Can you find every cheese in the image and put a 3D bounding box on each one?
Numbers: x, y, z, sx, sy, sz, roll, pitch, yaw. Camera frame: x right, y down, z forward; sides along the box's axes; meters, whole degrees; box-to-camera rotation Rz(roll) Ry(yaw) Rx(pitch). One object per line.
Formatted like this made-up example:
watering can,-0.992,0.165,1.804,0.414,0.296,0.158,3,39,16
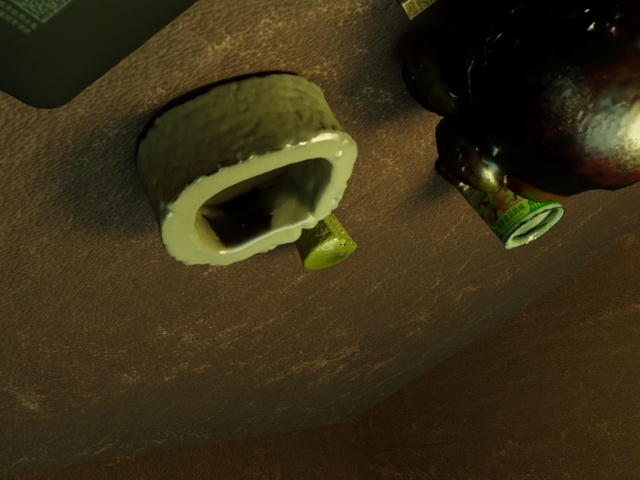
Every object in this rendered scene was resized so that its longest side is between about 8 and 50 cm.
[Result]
cheese,-0.113,-0.106,1.033,0.332,0.153,0.292,-22,154,-7

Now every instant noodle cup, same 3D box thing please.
instant noodle cup,0.406,-0.118,1.401,0.207,0.233,0.207,-23,154,-12

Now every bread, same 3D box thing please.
bread,0.000,0.000,1.370,0.111,0.114,0.129,-34,154,15

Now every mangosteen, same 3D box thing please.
mangosteen,0.356,-0.253,1.003,0.381,0.381,0.421,1,176,-44

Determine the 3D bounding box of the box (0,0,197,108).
box,-0.285,-0.278,0.648,0.289,0.073,0.290,-33,154,13

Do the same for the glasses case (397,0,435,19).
glasses case,0.187,-0.399,0.863,0.218,0.075,0.049,-34,150,15
